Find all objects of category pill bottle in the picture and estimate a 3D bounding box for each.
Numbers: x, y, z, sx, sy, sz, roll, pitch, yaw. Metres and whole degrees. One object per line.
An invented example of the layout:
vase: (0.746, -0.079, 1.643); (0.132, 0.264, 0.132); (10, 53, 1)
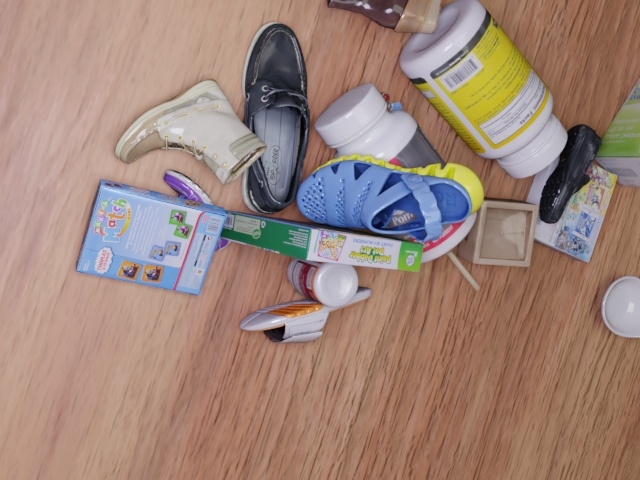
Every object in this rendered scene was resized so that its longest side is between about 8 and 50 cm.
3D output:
pill bottle: (-0.001, 0.066, 1.467); (0.086, 0.152, 0.086); (-3, 98, -25)
pill bottle: (0.133, -0.124, 1.496); (0.176, 0.176, 0.318); (-45, 112, -14)
pill bottle: (0.319, -0.280, 1.559); (0.334, 0.188, 0.188); (44, 78, -23)

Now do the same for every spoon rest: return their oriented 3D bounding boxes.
spoon rest: (0.748, 0.175, 1.870); (0.276, 0.084, 0.137); (25, 85, -26)

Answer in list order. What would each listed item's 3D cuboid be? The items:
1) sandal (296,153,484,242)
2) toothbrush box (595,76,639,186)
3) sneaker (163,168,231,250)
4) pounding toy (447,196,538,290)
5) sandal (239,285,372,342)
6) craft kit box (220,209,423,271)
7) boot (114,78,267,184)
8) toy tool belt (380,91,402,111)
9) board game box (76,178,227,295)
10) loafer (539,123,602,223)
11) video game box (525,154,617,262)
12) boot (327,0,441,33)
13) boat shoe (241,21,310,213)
sandal: (0.099, -0.063, 1.345); (0.138, 0.317, 0.126); (-55, 138, -50)
toothbrush box: (0.755, -0.258, 1.755); (0.122, 0.206, 0.283); (40, 80, -23)
sneaker: (-0.217, -0.048, 1.403); (0.071, 0.068, 0.170); (-39, 111, -10)
pounding toy: (0.314, 0.004, 1.648); (0.205, 0.094, 0.181); (4, 99, -16)
sandal: (-0.015, 0.147, 1.500); (0.265, 0.102, 0.076); (-13, 100, -25)
craft kit box: (0.000, 0.000, 1.380); (0.246, 0.249, 0.061); (4, 96, -39)
boot: (-0.213, -0.153, 1.350); (0.213, 0.077, 0.165); (-36, 80, -19)
toy tool belt: (0.139, -0.242, 1.553); (0.052, 0.051, 0.083); (-20, 104, -22)
board game box: (-0.281, -0.002, 1.359); (0.211, 0.039, 0.160); (13, 112, -24)
loafer: (0.518, -0.131, 1.680); (0.078, 0.076, 0.223); (27, 81, -15)
video game box: (0.531, -0.078, 1.759); (0.187, 0.048, 0.205); (21, 87, -22)
boot: (0.128, -0.499, 1.497); (0.206, 0.090, 0.249); (15, 65, -8)
boat shoe: (-0.072, -0.213, 1.423); (0.127, 0.113, 0.340); (9, 92, -24)
